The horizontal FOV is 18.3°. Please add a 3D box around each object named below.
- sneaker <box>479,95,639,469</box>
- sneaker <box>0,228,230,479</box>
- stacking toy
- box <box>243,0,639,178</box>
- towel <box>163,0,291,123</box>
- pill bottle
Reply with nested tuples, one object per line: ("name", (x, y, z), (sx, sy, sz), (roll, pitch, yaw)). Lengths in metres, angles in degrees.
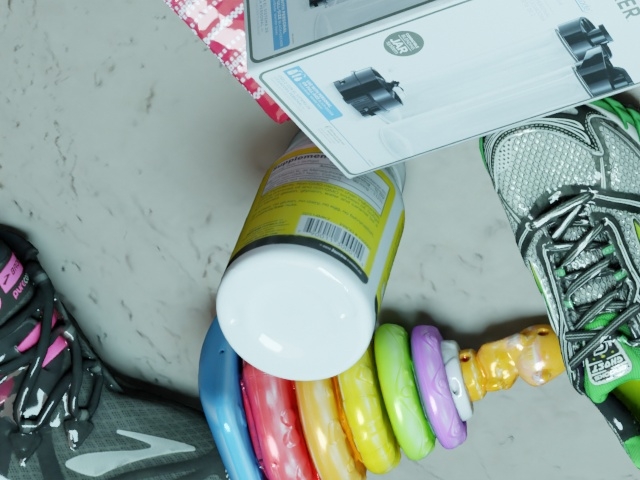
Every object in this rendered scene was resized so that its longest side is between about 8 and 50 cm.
("sneaker", (0.227, 0.030, 1.509), (0.134, 0.146, 0.343), (-21, 116, 27))
("sneaker", (-0.278, 0.108, 1.676), (0.483, 0.185, 0.202), (26, 131, -6))
("stacking toy", (0.064, 0.124, 1.637), (0.302, 0.175, 0.166), (-15, 121, 8))
("box", (0.110, -0.156, 1.382), (0.290, 0.087, 0.169), (-17, 146, 20))
("towel", (-0.054, -0.230, 1.472), (0.199, 0.031, 0.275), (-33, 111, 30))
("pill bottle", (0.000, 0.000, 1.508), (0.119, 0.208, 0.119), (7, 125, 10))
